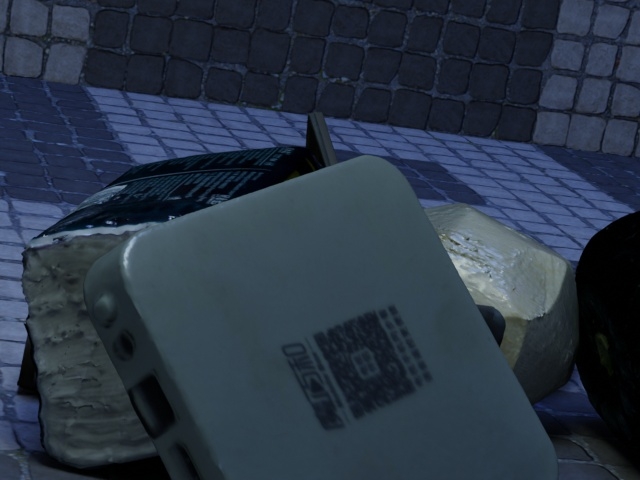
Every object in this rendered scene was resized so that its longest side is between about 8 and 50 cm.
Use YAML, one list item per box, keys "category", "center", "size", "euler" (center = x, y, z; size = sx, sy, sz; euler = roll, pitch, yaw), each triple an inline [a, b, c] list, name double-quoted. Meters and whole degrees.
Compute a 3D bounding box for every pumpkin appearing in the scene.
- category: "pumpkin"
  center: [0.425, 0.109, 2.078]
  size: [0.238, 0.315, 0.315]
  euler: [-4, 17, -11]

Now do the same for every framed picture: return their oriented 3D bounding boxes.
- category: "framed picture"
  center: [0.000, 0.000, 2.210]
  size: [0.023, 0.260, 0.189]
  euler: [-4, 39, -11]

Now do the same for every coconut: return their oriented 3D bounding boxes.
- category: "coconut"
  center: [0.178, 0.091, 2.091]
  size: [0.247, 0.245, 0.245]
  euler: [28, 17, 11]

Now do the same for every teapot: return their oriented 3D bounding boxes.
- category: "teapot"
  center: [-0.286, 0.129, 1.972]
  size: [0.068, 0.076, 0.121]
  euler: [12, -18, -7]

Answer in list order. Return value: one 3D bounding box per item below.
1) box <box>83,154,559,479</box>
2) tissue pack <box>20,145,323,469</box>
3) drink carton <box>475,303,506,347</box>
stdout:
- category: "box"
  center: [0.007, 0.127, 1.604]
  size: [0.373, 0.367, 0.090]
  euler: [-20, -12, -43]
- category: "tissue pack"
  center: [-0.131, 0.054, 1.918]
  size: [0.264, 0.253, 0.416]
  euler: [-6, 13, 8]
- category: "drink carton"
  center: [0.118, 0.181, 1.871]
  size: [0.185, 0.191, 0.189]
  euler: [8, 23, -24]
